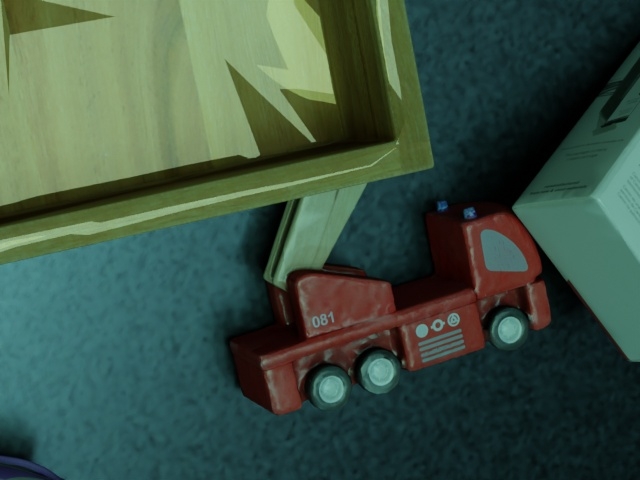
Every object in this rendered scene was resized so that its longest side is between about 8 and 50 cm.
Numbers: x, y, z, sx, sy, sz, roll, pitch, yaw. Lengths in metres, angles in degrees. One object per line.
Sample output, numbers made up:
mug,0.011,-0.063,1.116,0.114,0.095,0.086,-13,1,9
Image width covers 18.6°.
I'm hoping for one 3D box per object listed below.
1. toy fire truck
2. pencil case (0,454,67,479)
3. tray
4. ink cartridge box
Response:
toy fire truck,0.000,0.000,0.835,0.192,0.047,0.135,-17,104,-18
pencil case,-0.145,0.187,0.793,0.088,0.086,0.206,-3,101,-33
tray,-0.100,-0.207,0.719,0.203,0.076,0.411,-13,96,-18
ink cartridge box,0.162,-0.027,0.866,0.099,0.056,0.135,52,60,-21
